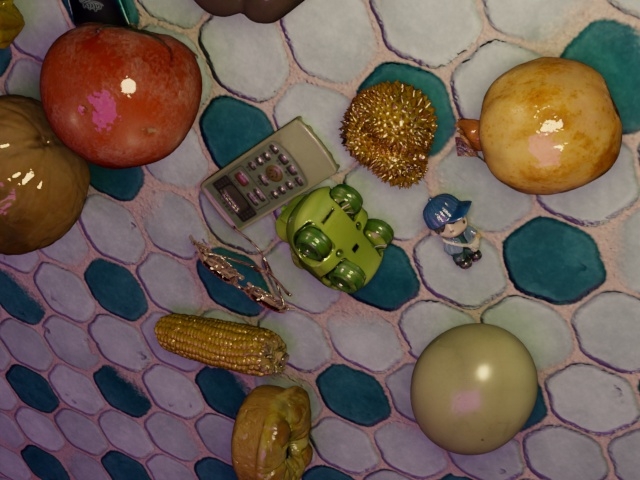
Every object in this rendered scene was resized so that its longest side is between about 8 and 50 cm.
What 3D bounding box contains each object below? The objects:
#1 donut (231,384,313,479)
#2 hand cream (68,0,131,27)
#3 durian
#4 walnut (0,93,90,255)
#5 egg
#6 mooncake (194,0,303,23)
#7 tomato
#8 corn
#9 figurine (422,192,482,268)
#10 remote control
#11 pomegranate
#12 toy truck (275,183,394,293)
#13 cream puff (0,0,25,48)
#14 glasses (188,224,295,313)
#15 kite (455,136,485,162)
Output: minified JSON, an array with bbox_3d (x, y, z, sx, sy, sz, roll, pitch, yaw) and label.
[{"bbox_3d":[-0.105,0.437,1.905,0.128,0.208,0.261,12,124,22],"label":"donut"},{"bbox_3d":[-0.392,-0.472,1.477,0.120,0.061,0.270,10,136,16],"label":"hand cream"},{"bbox_3d":[0.110,-0.172,1.378,0.168,0.137,0.158,37,115,17],"label":"durian"},{"bbox_3d":[-0.596,-0.122,1.698,0.333,0.333,0.332,15,130,19],"label":"walnut"},{"bbox_3d":[0.268,0.261,1.559,0.219,0.219,0.269,30,129,5],"label":"egg"},{"bbox_3d":[-0.093,-0.462,1.249,0.306,0.154,0.306,15,133,17],"label":"mooncake"},{"bbox_3d":[-0.332,-0.237,1.467,0.265,0.265,0.265,15,130,19],"label":"tomato"},{"bbox_3d":[-0.211,0.218,1.863,0.318,0.115,0.115,7,127,25],"label":"corn"},{"bbox_3d":[0.222,-0.021,1.479,0.079,0.077,0.136,40,163,45],"label":"figurine"},{"bbox_3d":[-0.095,-0.115,1.589,0.285,0.038,0.123,-26,108,40],"label":"remote control"},{"bbox_3d":[0.316,-0.153,1.223,0.207,0.207,0.207,15,130,19],"label":"pomegranate"},{"bbox_3d":[0.001,-0.009,1.551,0.211,0.148,0.187,15,150,40],"label":"toy truck"},{"bbox_3d":[-0.617,-0.419,1.567,0.195,0.194,0.221,26,121,9],"label":"cream puff"},{"bbox_3d":[-0.142,0.054,1.712,0.255,0.095,0.162,38,174,-5],"label":"glasses"},{"bbox_3d":[0.248,-0.143,1.404,0.078,0.002,0.044,22,132,14],"label":"kite"}]
